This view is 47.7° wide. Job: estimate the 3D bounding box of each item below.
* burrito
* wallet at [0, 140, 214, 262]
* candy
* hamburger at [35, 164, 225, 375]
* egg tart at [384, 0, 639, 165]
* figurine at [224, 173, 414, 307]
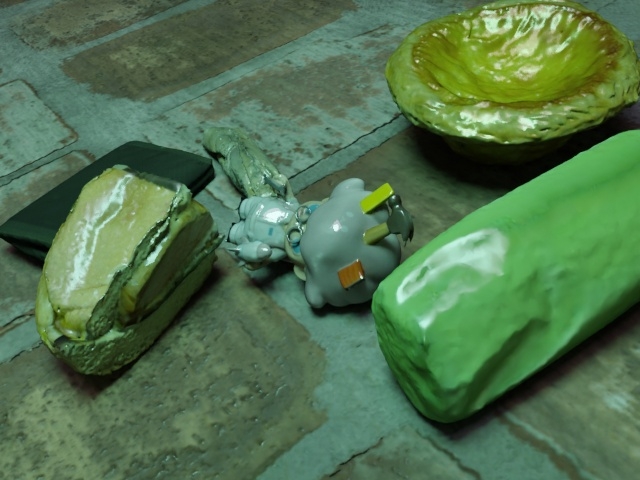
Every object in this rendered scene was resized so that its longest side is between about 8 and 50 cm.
[{"bbox_3d":[-0.095,-0.097,0.925,0.058,0.063,0.229,-52,37,7],"label":"burrito"},{"bbox_3d":[-0.263,-0.051,0.913,0.168,0.052,0.245,17,43,28],"label":"wallet"},{"bbox_3d":[0.205,0.022,0.651,0.343,0.142,0.132,-29,56,-19],"label":"candy"},{"bbox_3d":[-0.212,0.039,0.743,0.155,0.135,0.208,12,63,26],"label":"hamburger"},{"bbox_3d":[0.236,-0.185,0.896,0.318,0.128,0.319,-5,42,5],"label":"egg tart"},{"bbox_3d":[0.000,0.000,0.750,0.229,0.112,0.137,12,72,34],"label":"figurine"}]
